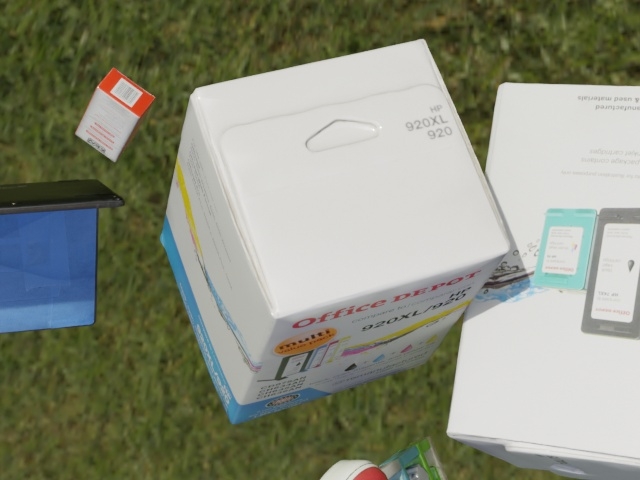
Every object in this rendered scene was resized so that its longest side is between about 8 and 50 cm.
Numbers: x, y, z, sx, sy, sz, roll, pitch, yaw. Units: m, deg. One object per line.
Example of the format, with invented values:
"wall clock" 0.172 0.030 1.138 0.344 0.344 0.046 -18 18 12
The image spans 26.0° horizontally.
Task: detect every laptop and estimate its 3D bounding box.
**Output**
"laptop" -0.467 0.049 1.812 0.382 0.408 0.236 -5 98 -16

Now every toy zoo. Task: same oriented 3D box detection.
"toy zoo" 0.121 0.352 1.663 0.030 0.293 0.192 -24 86 18

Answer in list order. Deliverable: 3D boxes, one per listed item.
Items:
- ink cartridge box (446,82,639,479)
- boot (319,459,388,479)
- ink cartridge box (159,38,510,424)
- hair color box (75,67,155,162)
"ink cartridge box" 0.233 0.043 1.048 0.197 0.270 0.198 4 167 25
"boot" 0.043 0.294 1.012 0.176 0.244 0.088 14 170 34
"ink cartridge box" 0.000 0.000 0.978 0.171 0.168 0.232 -16 160 -17
"hair color box" -0.280 -0.169 1.883 0.072 0.043 0.141 36 148 -5
